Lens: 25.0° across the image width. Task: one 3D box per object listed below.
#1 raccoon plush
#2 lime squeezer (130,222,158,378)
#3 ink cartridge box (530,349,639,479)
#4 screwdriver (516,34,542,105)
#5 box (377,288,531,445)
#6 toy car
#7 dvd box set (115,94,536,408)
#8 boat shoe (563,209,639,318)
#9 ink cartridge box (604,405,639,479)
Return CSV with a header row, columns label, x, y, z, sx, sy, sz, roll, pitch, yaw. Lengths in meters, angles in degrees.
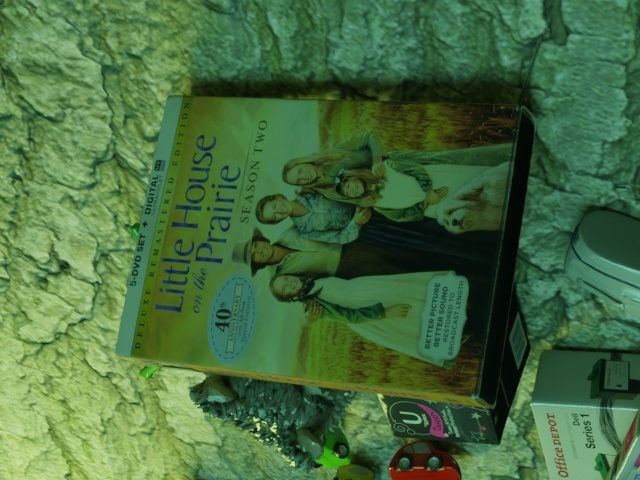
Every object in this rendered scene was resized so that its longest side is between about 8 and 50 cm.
label,x,y,z,sx,sy,sz,roll,pitch,yaw
raccoon plush,-0.047,0.204,1.752,0.216,0.299,0.446,16,138,9
lime squeezer,-0.195,0.102,1.916,0.110,0.059,0.310,41,148,28
ink cartridge box,0.373,0.217,1.724,0.219,0.093,0.160,0,133,23
screwdriver,0.207,-0.145,1.492,0.024,0.025,0.170,19,130,7
box,0.134,0.091,1.654,0.142,0.163,0.247,2,134,26
toy car,0.043,0.291,1.957,0.225,0.053,0.239,31,140,-31
dvd box set,0.000,0.000,1.517,0.420,0.308,0.062,5,167,26
boat shoe,0.389,0.062,1.558,0.267,0.096,0.088,22,143,5
ink cartridge box,0.422,0.321,1.697,0.185,0.065,0.311,17,141,6
